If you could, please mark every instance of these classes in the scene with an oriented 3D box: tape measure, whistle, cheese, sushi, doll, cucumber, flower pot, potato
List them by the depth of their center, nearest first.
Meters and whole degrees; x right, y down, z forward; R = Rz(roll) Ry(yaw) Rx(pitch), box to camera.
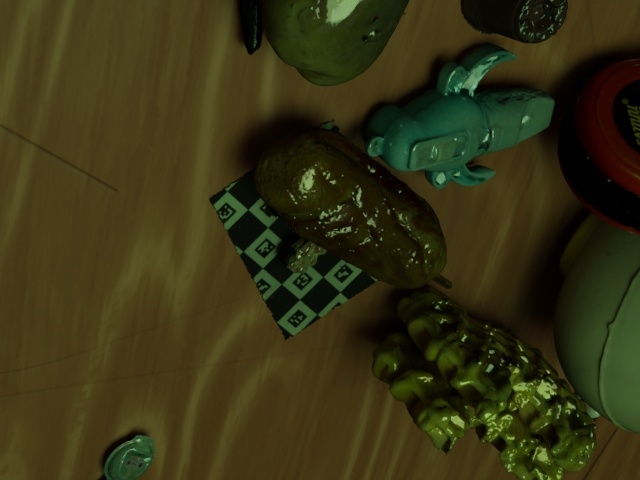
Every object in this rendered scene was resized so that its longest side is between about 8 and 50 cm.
[{"bbox_3d":[0.038,-0.298,1.246,0.191,0.141,0.296,-5,117,-58],"label":"potato"},{"bbox_3d":[-0.069,-0.261,1.286,0.034,0.033,0.135,15,118,1],"label":"cucumber"},{"bbox_3d":[0.236,-0.276,1.429,0.111,0.089,0.111,-17,129,-22],"label":"flower pot"},{"bbox_3d":[0.171,-0.138,1.492,0.274,0.093,0.186,-14,128,-28],"label":"whistle"},{"bbox_3d":[0.000,0.000,1.510,0.192,0.043,0.279,-33,133,-8],"label":"sushi"},{"bbox_3d":[0.432,-0.126,1.567,0.260,0.253,0.114,0,147,-9],"label":"tape measure"},{"bbox_3d":[-0.254,0.297,1.574,0.067,0.026,0.120,19,110,-40],"label":"cheese"},{"bbox_3d":[0.453,0.258,1.989,0.085,0.040,0.058,-18,91,-47],"label":"doll"}]

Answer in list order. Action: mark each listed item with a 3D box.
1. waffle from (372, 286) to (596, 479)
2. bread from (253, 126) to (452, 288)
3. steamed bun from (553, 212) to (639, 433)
[{"bbox_3d":[0.223,0.203,1.651,0.151,0.261,0.324,-45,132,14],"label":"waffle"},{"bbox_3d":[0.060,-0.018,1.450,0.124,0.084,0.344,-45,128,12],"label":"bread"},{"bbox_3d":[0.497,0.091,1.699,0.374,0.334,0.334,-48,135,-9],"label":"steamed bun"}]
